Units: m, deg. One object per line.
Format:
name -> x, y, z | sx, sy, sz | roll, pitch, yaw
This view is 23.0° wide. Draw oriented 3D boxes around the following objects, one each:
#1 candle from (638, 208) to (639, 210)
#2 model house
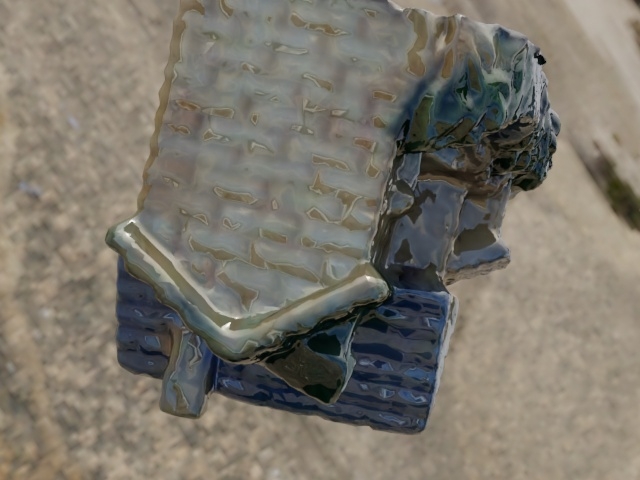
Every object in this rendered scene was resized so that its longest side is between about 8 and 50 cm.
candle -> 0.499, -0.034, 1.758 | 0.287, 0.131, 0.317 | 8, 70, -25
model house -> 0.000, 0.000, 1.498 | 0.395, 0.400, 0.445 | 15, -5, 5
